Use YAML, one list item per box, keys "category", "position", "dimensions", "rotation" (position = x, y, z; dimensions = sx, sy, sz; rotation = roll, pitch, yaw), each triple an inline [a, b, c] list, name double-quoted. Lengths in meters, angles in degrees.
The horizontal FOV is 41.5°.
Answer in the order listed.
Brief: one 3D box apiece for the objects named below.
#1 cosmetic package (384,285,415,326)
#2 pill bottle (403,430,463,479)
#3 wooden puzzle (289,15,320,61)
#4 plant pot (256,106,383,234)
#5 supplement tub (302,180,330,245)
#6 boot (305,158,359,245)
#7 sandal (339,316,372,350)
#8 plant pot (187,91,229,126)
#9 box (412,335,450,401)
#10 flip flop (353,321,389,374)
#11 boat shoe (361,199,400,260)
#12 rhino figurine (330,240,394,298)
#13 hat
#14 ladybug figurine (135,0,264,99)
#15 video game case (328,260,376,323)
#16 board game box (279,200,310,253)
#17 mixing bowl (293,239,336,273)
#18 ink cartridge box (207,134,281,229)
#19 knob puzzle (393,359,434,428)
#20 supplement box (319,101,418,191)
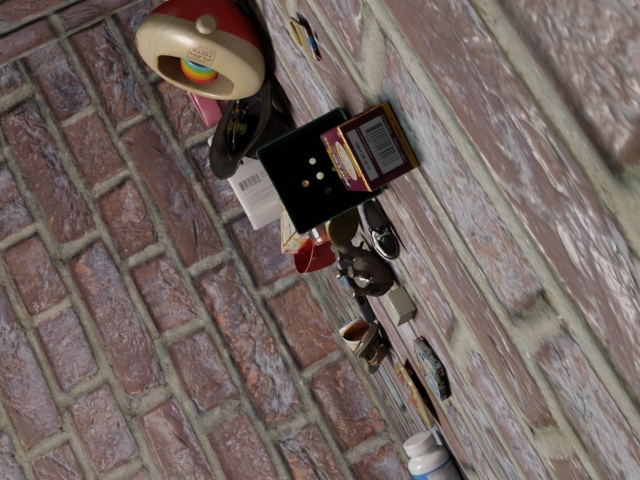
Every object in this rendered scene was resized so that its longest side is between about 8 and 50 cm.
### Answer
- category: "cosmetic package"
  position: [0.169, 0.142, 1.803]
  dimensions: [0.060, 0.041, 0.115]
  rotation: [62, 174, 13]
- category: "pill bottle"
  position: [0.322, 0.654, 2.376]
  dimensions: [0.221, 0.124, 0.124]
  rotation: [63, 174, -1]
- category: "wooden puzzle"
  position: [-0.025, -0.345, 1.438]
  dimensions: [0.116, 0.014, 0.078]
  rotation: [56, 176, 48]
- category: "plant pot"
  position: [0.000, -0.124, 1.548]
  dimensions: [0.165, 0.166, 0.234]
  rotation: [63, -178, -2]
- category: "supplement tub"
  position: [-0.012, -0.094, 1.994]
  dimensions: [0.197, 0.106, 0.106]
  rotation: [63, 174, -4]
- category: "boot"
  position: [0.012, -0.106, 1.870]
  dimensions: [0.165, 0.077, 0.213]
  rotation: [56, 166, 45]
- category: "sandal"
  position: [0.136, 0.304, 2.590]
  dimensions: [0.076, 0.102, 0.265]
  rotation: [58, -179, 26]
- category: "plant pot"
  position: [-0.282, -0.445, 2.358]
  dimensions: [0.201, 0.180, 0.201]
  rotation: [62, 174, 12]
- category: "box"
  position: [0.244, 0.281, 1.847]
  dimensions: [0.094, 0.027, 0.137]
  rotation: [56, 171, 39]
- category: "flip flop"
  position: [0.161, 0.327, 2.470]
  dimensions: [0.080, 0.112, 0.277]
  rotation: [27, 157, 23]
- category: "boat shoe"
  position: [0.111, -0.021, 1.567]
  dimensions: [0.038, 0.046, 0.125]
  rotation: [65, -176, -70]
- category: "rhino figurine"
  position: [0.085, 0.055, 1.872]
  dimensions: [0.243, 0.106, 0.073]
  rotation: [-126, 41, -61]
- category: "hat"
  position: [-0.156, -0.277, 2.129]
  dimensions: [0.134, 0.331, 0.331]
  rotation: [21, -165, -26]
- category: "ladybug figurine"
  position: [-0.263, -0.451, 1.941]
  dimensions: [0.305, 0.161, 0.449]
  rotation: [19, 174, -12]
- category: "video game case"
  position: [0.065, 0.097, 2.517]
  dimensions: [0.248, 0.035, 0.275]
  rotation: [65, 174, -19]
- category: "board game box"
  position: [-0.057, -0.065, 2.150]
  dimensions: [0.193, 0.045, 0.146]
  rotation: [134, 136, -63]
- category: "mixing bowl"
  position: [0.000, 0.000, 2.194]
  dimensions: [0.181, 0.098, 0.181]
  rotation: [-177, 90, -72]
- category: "ink cartridge box"
  position: [-0.162, -0.199, 2.346]
  dimensions: [0.272, 0.198, 0.115]
  rotation: [61, 175, 22]
- category: "knob puzzle"
  position: [0.262, 0.416, 2.286]
  dimensions: [0.213, 0.030, 0.213]
  rotation: [62, 173, 13]
- category: "supplement box"
  position: [0.067, -0.134, 1.251]
  dimensions: [0.104, 0.081, 0.188]
  rotation: [63, 174, -7]
